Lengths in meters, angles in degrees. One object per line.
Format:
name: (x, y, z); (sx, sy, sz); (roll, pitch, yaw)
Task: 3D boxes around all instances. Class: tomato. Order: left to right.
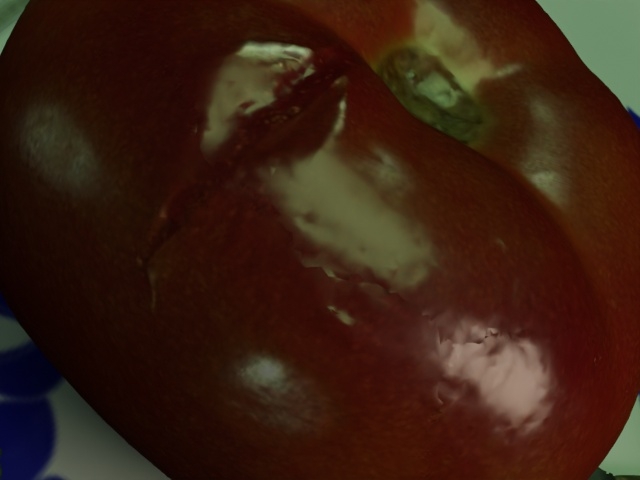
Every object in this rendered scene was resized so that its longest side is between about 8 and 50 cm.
tomato: (0.000, 0.000, 0.603); (0.298, 0.226, 0.298); (22, 39, -19)

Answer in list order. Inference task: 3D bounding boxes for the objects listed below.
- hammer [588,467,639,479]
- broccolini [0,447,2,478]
hammer: (0.207, 0.135, 0.781); (0.182, 0.017, 0.062); (5, 53, -31)
broccolini: (-0.172, 0.217, 0.439); (0.079, 0.074, 0.392); (61, 28, -42)
